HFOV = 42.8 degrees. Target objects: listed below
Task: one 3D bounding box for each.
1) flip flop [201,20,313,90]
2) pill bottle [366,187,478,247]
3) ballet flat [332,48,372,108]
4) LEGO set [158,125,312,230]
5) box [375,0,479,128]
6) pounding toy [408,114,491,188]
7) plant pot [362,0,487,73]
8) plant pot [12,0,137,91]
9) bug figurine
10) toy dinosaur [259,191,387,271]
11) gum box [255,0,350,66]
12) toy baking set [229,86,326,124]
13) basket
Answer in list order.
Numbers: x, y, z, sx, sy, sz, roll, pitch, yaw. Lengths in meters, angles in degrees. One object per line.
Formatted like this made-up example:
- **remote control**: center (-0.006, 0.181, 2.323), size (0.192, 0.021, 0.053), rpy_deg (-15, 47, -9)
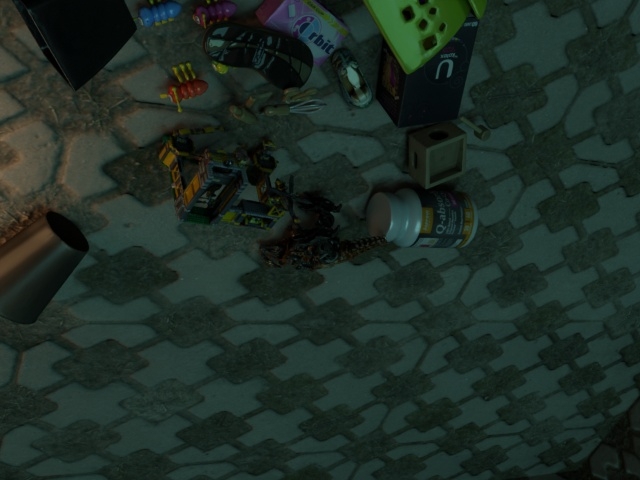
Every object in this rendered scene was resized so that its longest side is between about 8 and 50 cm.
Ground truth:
- **flip flop**: center (-0.129, -0.392, 1.699), size (0.277, 0.080, 0.112), rpy_deg (9, 116, -37)
- **pill bottle**: center (0.275, -0.060, 2.221), size (0.278, 0.162, 0.162), rpy_deg (1, 129, -28)
- **ballet flat**: center (0.080, -0.361, 1.909), size (0.070, 0.070, 0.188), rpy_deg (-33, 137, 5)
- **LEGO set**: center (-0.186, -0.161, 1.824), size (0.331, 0.255, 0.192), rpy_deg (16, 138, -28)
- **box**: center (0.240, -0.415, 1.883), size (0.165, 0.143, 0.270), rpy_deg (-11, 135, -17)
- **pounding toy**: center (0.333, -0.261, 2.120), size (0.206, 0.094, 0.181), rpy_deg (-22, 132, -20)
- **plant pot**: center (0.183, -0.495, 1.585), size (0.207, 0.228, 0.227), rpy_deg (-31, 120, 10)
- **plant pot**: center (-0.454, -0.424, 1.504), size (0.167, 0.187, 0.188), rpy_deg (-35, 138, -13)
- **bug figurine**: center (-0.258, -0.405, 1.689), size (0.216, 0.072, 0.279), rpy_deg (-23, 136, -7)
- **toy dinosaur**: center (0.000, 0.000, 2.142), size (0.321, 0.164, 0.218), rpy_deg (-20, 140, -7)
- **gum box**: center (-0.032, -0.467, 1.753), size (0.107, 0.062, 0.188), rpy_deg (-45, 134, 17)
- **toy baking set**: center (-0.089, -0.294, 1.830), size (0.196, 0.030, 0.256), rpy_deg (-11, 176, 8)
- **basket**: center (-0.654, 0.054, 1.864), size (0.227, 0.154, 0.204), rpy_deg (-43, 133, 9)
